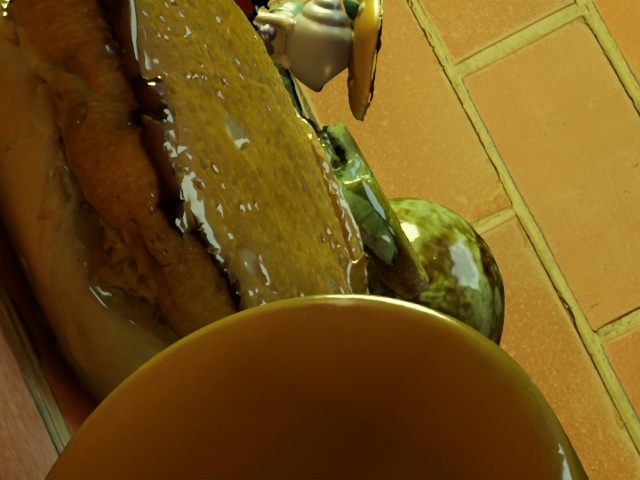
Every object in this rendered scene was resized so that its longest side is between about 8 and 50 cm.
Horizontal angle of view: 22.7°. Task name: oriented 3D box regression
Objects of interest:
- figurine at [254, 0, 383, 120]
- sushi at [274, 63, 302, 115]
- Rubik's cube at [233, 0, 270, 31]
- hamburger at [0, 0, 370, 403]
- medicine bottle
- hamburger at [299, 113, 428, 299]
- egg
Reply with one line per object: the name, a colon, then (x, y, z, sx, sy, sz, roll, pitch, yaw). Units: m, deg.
figurine: (-0.071, -0.221, 1.693, 0.181, 0.257, 0.208, 104, -9, -58)
sushi: (-0.106, -0.216, 1.969, 0.225, 0.124, 0.127, 58, 8, -38)
Rubik's cube: (-0.172, -0.148, 1.335, 0.250, 0.284, 0.234, 20, 59, -45)
hamburger: (-0.096, -0.037, 0.956, 0.304, 0.174, 0.284, 66, 8, 28)
medicine bottle: (0.020, 0.178, 0.686, 0.232, 0.238, 0.238, 59, 7, -48)
hamburger: (0.000, 0.000, 1.692, 0.288, 0.168, 0.192, 60, 5, -28)
egg: (0.113, 0.090, 1.958, 0.238, 0.238, 0.289, -76, 146, -82)
